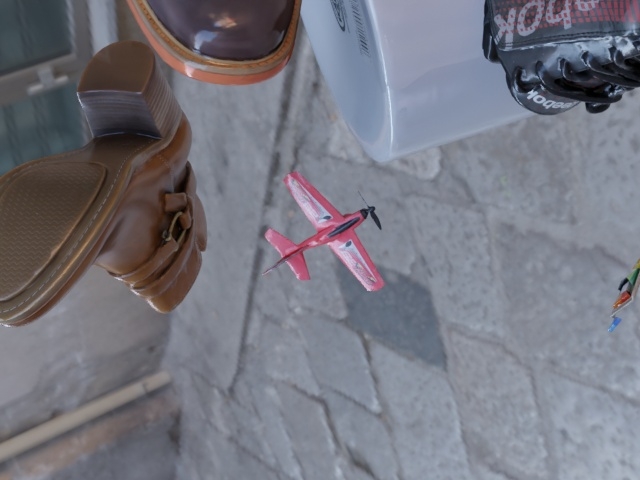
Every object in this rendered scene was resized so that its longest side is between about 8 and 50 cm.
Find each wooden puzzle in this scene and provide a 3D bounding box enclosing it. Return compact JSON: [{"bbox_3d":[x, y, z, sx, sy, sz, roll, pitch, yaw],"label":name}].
[{"bbox_3d":[0.433,0.068,1.391,0.014,0.116,0.078,27,143,4],"label":"wooden puzzle"}]

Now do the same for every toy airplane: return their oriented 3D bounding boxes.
[{"bbox_3d":[0.000,0.000,1.000,0.151,0.028,0.151,10,122,17],"label":"toy airplane"}]

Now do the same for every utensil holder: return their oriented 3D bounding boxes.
[{"bbox_3d":[0.183,-0.275,0.904,0.327,0.385,0.328,161,90,-84],"label":"utensil holder"}]

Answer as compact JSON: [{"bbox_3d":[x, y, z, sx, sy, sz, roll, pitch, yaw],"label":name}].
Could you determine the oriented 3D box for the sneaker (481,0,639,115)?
[{"bbox_3d":[0.185,-0.132,0.614,0.276,0.097,0.135,43,117,60],"label":"sneaker"}]

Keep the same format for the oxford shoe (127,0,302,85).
[{"bbox_3d":[-0.057,-0.201,0.498,0.098,0.096,0.271,110,154,-58],"label":"oxford shoe"}]

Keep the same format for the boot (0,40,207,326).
[{"bbox_3d":[-0.179,0.000,0.838,0.220,0.109,0.283,77,-160,-50],"label":"boot"}]
